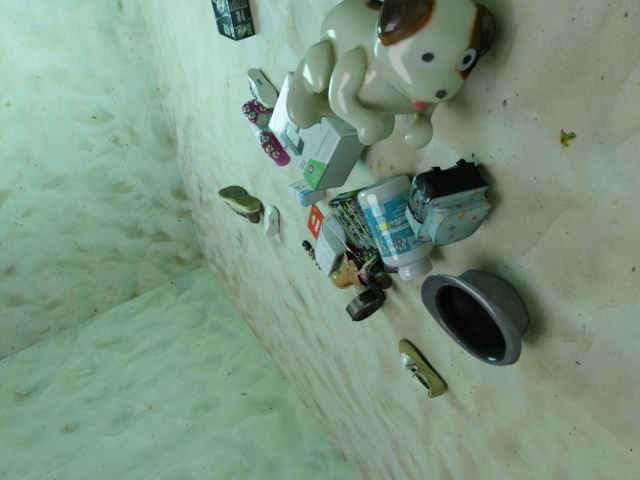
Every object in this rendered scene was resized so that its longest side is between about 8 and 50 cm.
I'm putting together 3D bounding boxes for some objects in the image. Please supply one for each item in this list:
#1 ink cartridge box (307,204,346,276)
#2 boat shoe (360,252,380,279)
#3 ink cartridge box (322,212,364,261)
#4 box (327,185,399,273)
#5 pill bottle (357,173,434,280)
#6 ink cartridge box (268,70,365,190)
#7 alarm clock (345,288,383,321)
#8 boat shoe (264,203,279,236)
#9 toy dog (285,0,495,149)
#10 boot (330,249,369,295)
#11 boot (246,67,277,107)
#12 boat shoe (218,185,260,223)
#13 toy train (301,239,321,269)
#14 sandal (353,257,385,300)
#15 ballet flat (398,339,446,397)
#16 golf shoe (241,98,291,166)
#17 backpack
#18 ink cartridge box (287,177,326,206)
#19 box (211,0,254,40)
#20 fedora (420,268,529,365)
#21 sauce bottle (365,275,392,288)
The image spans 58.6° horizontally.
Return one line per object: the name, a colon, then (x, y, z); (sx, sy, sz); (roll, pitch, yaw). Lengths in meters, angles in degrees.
ink cartridge box: (0.000, 0.000, 2.151); (0.232, 0.066, 0.189); (52, 156, 19)
boat shoe: (0.157, 0.080, 1.709); (0.049, 0.056, 0.152); (44, 169, 9)
ink cartridge box: (0.098, -0.005, 1.851); (0.179, 0.045, 0.145); (45, -173, 23)
box: (0.154, -0.026, 1.698); (0.270, 0.060, 0.216); (57, 160, -11)
pill bottle: (0.210, -0.031, 1.513); (0.264, 0.146, 0.146); (67, 158, -8)
ink cartridge box: (-0.012, -0.321, 1.654); (0.289, 0.121, 0.211); (55, 139, 26)
alarm clock: (0.149, 0.233, 1.954); (0.064, 0.129, 0.192); (55, 149, 20)
boat shoe: (-0.226, -0.089, 2.559); (0.184, 0.066, 0.063); (91, 160, -53)
toy dog: (0.161, -0.374, 1.156); (0.408, 0.284, 0.396); (18, 94, 63)
boot: (0.098, 0.101, 2.019); (0.197, 0.073, 0.153); (19, 133, 45)
boot: (-0.204, -0.524, 2.037); (0.086, 0.069, 0.190); (91, 155, -61)
boat shoe: (-0.389, -0.170, 2.767); (0.342, 0.123, 0.123); (28, 138, 47)
toy train: (-0.027, 0.059, 2.313); (0.158, 0.027, 0.036); (53, 145, 27)
sandal: (0.149, 0.126, 1.847); (0.179, 0.040, 0.067); (57, 168, 30)
ballet flat: (0.313, 0.419, 1.868); (0.232, 0.073, 0.080); (46, 152, 39)
golf shoe: (-0.186, -0.382, 2.105); (0.140, 0.115, 0.306); (86, 158, -65)
backpack: (0.281, -0.070, 1.280); (0.188, 0.165, 0.145); (108, 142, -64)
ink cartridge box: (-0.051, -0.173, 2.026); (0.122, 0.088, 0.052); (33, 143, 53)
box: (-0.305, -0.790, 1.942); (0.147, 0.077, 0.180); (39, 147, 46)
fedora: (0.383, 0.161, 1.354); (0.275, 0.124, 0.244); (42, 153, 26)
sauce bottle: (0.188, 0.138, 1.886); (0.128, 0.042, 0.042); (-3, 111, 65)
